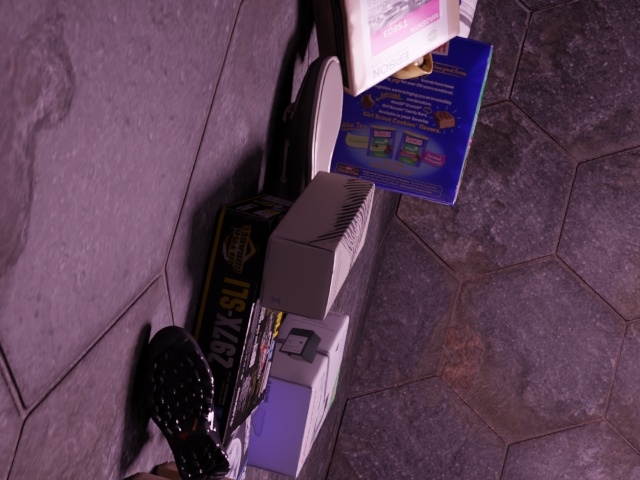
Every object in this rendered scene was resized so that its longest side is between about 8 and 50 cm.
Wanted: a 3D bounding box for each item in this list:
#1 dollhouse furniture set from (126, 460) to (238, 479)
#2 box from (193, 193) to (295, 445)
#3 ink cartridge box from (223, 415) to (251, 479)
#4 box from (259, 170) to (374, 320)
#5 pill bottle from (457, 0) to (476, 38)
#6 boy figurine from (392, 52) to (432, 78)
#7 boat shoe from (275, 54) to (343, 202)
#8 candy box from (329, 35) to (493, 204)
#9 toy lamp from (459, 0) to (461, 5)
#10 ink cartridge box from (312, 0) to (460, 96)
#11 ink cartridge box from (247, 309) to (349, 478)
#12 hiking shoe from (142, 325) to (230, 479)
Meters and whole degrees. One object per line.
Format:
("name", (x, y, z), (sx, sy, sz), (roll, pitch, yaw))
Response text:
("dollhouse furniture set", (-0.133, 0.503, 1.446), (0.394, 0.256, 0.362), (30, 74, -81))
("box", (-0.109, 0.104, 1.548), (0.257, 0.079, 0.322), (-40, 143, -79))
("ink cartridge box", (-0.152, 0.366, 1.801), (0.208, 0.045, 0.206), (-65, 166, -56))
("box", (0.000, 0.000, 1.514), (0.275, 0.094, 0.113), (-60, 161, -63))
("pill bottle", (0.229, -0.523, 2.249), (0.204, 0.204, 0.361), (18, 87, -81))
("boy figurine", (0.125, -0.388, 1.818), (0.177, 0.092, 0.285), (-63, 147, -46))
("boat shoe", (-0.033, -0.127, 1.673), (0.112, 0.095, 0.335), (-41, 141, -57))
("candy box", (0.171, -0.251, 2.103), (0.122, 0.268, 0.317), (-18, 122, -83))
("toy lamp", (0.185, -0.518, 1.793), (0.080, 0.080, 0.274), (-65, 152, -49))
("ink cartridge box", (0.104, -0.362, 1.660), (0.235, 0.088, 0.193), (-34, 139, -23))
("ink cartridge box", (-0.048, 0.281, 2.056), (0.289, 0.121, 0.211), (-57, 159, -62))
("hiking shoe", (-0.174, 0.190, 1.312), (0.114, 0.086, 0.227), (-130, -152, -56))
